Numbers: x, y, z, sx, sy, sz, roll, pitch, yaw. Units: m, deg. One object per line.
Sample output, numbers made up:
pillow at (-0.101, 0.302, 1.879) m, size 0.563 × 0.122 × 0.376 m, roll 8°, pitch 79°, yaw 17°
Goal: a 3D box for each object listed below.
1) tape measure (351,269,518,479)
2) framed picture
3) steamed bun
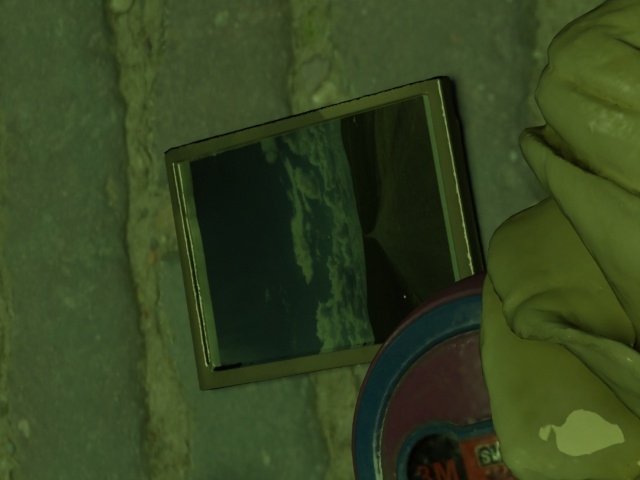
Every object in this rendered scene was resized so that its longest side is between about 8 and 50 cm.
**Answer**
tape measure at (0.144, 0.131, 0.854) m, size 0.232 × 0.149 × 0.245 m, roll -19°, pitch 85°, yaw 33°
framed picture at (0.000, 0.000, 1.039) m, size 0.260 × 0.023 × 0.189 m, roll -12°, pitch 85°, yaw 36°
steamed bun at (0.178, 0.015, 0.638) m, size 0.276 × 0.203 × 0.289 m, roll -133°, pitch 39°, yaw -67°
